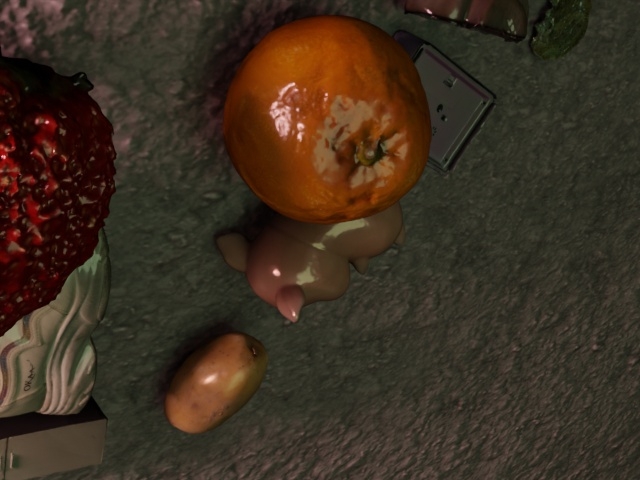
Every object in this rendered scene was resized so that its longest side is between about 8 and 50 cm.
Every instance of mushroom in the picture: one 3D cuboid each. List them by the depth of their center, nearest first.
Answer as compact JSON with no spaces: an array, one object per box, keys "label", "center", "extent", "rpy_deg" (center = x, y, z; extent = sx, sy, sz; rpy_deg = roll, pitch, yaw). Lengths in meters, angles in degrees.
[{"label":"mushroom","center":[0.200,-0.329,1.349],"extent":[0.188,0.141,0.117],"rpy_deg":[-2,98,-41]}]

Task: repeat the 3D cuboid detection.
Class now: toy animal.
[{"label":"toy animal","center":[0.004,0.000,1.399],"extent":[0.250,0.166,0.154],"rpy_deg":[-39,130,-20]}]

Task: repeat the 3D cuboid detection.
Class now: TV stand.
[{"label":"TV stand","center":[-0.419,0.261,1.297],"extent":[0.269,0.088,0.083],"rpy_deg":[-8,123,-35]}]

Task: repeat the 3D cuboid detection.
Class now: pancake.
[{"label":"pancake","center":[0.374,-0.338,1.556],"extent":[0.116,0.022,0.130],"rpy_deg":[10,112,-45]}]

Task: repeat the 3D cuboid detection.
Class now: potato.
[{"label":"potato","center":[-0.154,0.207,1.456],"extent":[0.109,0.118,0.178],"rpy_deg":[39,108,-12]}]

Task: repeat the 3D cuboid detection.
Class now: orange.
[{"label":"orange","center":[0.008,-0.149,1.247],"extent":[0.261,0.261,0.261],"rpy_deg":[-20,130,-27]}]

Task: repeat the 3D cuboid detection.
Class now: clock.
[{"label":"clock","center":[0.149,-0.192,1.442],"extent":[0.193,0.073,0.145],"rpy_deg":[26,101,-45]}]

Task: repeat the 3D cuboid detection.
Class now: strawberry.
[{"label":"strawberry","center":[-0.325,-0.038,0.981],"extent":[0.261,0.258,0.261],"rpy_deg":[-14,150,-9]}]

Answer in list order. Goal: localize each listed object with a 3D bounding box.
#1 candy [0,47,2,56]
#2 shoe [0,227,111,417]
[{"label":"candy","center":[-0.346,-0.222,0.925],"extent":[0.088,0.061,0.312],"rpy_deg":[-7,159,-15]},{"label":"shoe","center":[-0.367,0.077,1.179],"extent":[0.210,0.132,0.342],"rpy_deg":[-8,124,-34]}]
